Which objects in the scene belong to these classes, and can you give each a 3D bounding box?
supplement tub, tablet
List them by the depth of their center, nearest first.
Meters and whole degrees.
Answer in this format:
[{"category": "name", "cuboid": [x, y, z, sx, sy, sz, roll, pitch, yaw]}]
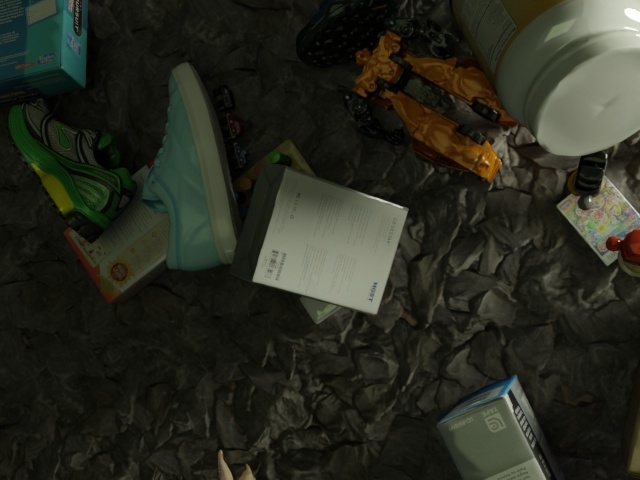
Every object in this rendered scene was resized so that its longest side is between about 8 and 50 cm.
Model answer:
[{"category": "supplement tub", "cuboid": [0.329, -0.295, 1.271, 0.228, 0.228, 0.316, -28, 53, 13]}, {"category": "tablet", "cuboid": [0.011, 0.095, 1.511, 0.083, 0.006, 0.054, -36, 79, 11]}]

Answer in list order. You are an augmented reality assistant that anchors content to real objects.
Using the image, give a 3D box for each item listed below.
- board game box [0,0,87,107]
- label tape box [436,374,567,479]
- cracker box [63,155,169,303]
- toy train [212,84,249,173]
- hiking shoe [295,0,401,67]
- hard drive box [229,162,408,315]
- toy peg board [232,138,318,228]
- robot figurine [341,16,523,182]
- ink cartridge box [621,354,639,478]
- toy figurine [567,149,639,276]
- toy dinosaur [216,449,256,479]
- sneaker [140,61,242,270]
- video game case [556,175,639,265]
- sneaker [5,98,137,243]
[{"category": "board game box", "cuboid": [-0.540, -0.405, 1.601, 0.253, 0.079, 0.336, -9, 69, 15]}, {"category": "label tape box", "cuboid": [0.302, 0.381, 1.293, 0.115, 0.249, 0.348, -29, 81, 13]}, {"category": "cracker box", "cuboid": [-0.309, -0.019, 1.571, 0.232, 0.067, 0.156, -37, 79, 12]}, {"category": "toy train", "cuboid": [-0.152, -0.192, 1.557, 0.036, 0.027, 0.158, -14, 83, 4]}, {"category": "hiking shoe", "cuboid": [0.072, -0.411, 1.481, 0.304, 0.113, 0.132, -41, 48, 16]}, {"category": "hard drive box", "cuboid": [0.000, 0.000, 1.401, 0.232, 0.089, 0.181, 18, 89, -30]}, {"category": "toy peg board", "cuboid": [-0.077, -0.062, 1.504, 0.160, 0.079, 0.161, -37, 79, 11]}, {"category": "robot figurine", "cuboid": [0.179, -0.223, 1.437, 0.291, 0.085, 0.211, 33, 96, 13]}, {"category": "ink cartridge box", "cuboid": [0.482, 0.220, 1.258, 0.088, 0.234, 0.193, 12, 91, 16]}, {"category": "toy figurine", "cuboid": [0.485, -0.073, 1.314, 0.213, 0.148, 0.209, -35, 73, 6]}, {"category": "toy dinosaur", "cuboid": [-0.168, 0.472, 1.437, 0.200, 0.296, 0.127, -25, 49, -25]}, {"category": "sneaker", "cuboid": [-0.228, -0.122, 1.464, 0.150, 0.135, 0.366, -14, 66, 0]}, {"category": "video game case", "cuboid": [0.437, -0.034, 1.396, 0.087, 0.011, 0.122, -40, 79, 10]}, {"category": "sneaker", "cuboid": [-0.424, -0.144, 1.563, 0.146, 0.134, 0.343, -39, 59, -6]}]
